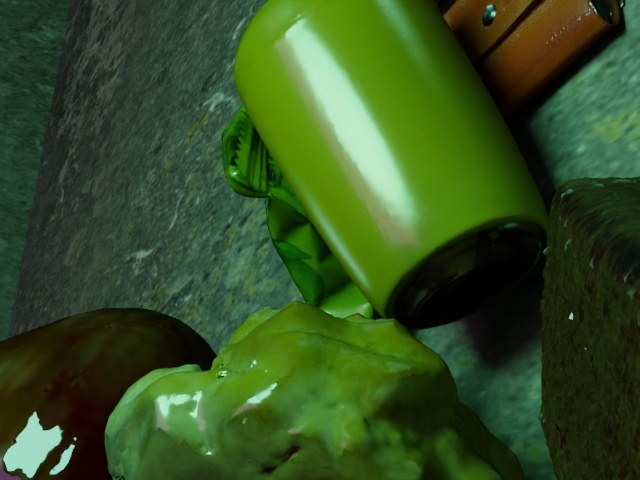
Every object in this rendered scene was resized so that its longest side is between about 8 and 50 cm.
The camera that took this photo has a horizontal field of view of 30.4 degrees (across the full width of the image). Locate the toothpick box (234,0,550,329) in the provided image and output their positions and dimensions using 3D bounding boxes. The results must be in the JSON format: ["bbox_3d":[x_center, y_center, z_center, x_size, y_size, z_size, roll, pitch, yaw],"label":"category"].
[{"bbox_3d":[0.058,-0.067,0.902,0.175,0.175,0.271,-53,52,39],"label":"toothpick box"}]

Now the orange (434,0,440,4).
[{"bbox_3d":[0.072,-0.276,1.113,0.170,0.112,0.160,96,155,-42],"label":"orange"}]

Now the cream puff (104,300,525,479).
[{"bbox_3d":[0.005,0.171,0.865,0.257,0.291,0.324,-59,-15,-57],"label":"cream puff"}]

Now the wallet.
[{"bbox_3d":[0.154,-0.171,0.954,0.204,0.045,0.142,-44,41,48],"label":"wallet"}]

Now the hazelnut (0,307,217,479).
[{"bbox_3d":[-0.251,0.256,1.224,0.421,0.353,0.420,21,-90,-89],"label":"hazelnut"}]

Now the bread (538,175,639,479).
[{"bbox_3d":[0.165,0.062,0.521,0.416,0.113,0.165,-56,-30,-80],"label":"bread"}]

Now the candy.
[{"bbox_3d":[0.000,0.000,1.005,0.069,0.246,0.149,-25,25,9],"label":"candy"}]
